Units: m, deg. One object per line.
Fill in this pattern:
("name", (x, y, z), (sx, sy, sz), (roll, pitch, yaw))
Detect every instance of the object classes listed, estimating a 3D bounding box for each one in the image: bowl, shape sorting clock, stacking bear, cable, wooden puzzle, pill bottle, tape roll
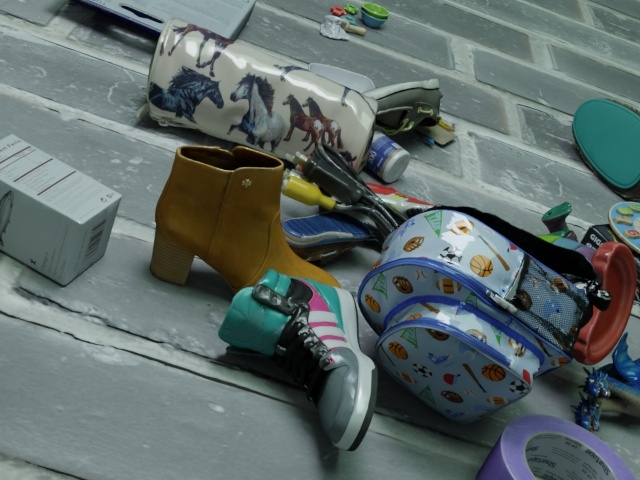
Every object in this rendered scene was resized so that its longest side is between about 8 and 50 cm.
("bowl", (0.038, -0.281, 2.053), (0.142, 0.053, 0.142), (13, 33, -18))
("shape sorting clock", (0.624, -0.010, 1.932), (0.206, 0.040, 0.206), (18, 30, -11))
("stacking bear", (0.302, 0.060, 1.570), (0.289, 0.175, 0.164), (16, 5, 34))
("cable", (0.055, -0.053, 1.612), (0.287, 0.072, 0.139), (35, 32, 1))
("wooden puzzle", (0.231, -0.214, 2.114), (0.078, 0.014, 0.116), (34, 33, 26))
("pill bottle", (0.097, -0.162, 1.897), (0.120, 0.067, 0.067), (39, 35, 24))
("tape roll", (0.292, 0.310, 1.302), (0.189, 0.080, 0.189), (16, 32, -10))

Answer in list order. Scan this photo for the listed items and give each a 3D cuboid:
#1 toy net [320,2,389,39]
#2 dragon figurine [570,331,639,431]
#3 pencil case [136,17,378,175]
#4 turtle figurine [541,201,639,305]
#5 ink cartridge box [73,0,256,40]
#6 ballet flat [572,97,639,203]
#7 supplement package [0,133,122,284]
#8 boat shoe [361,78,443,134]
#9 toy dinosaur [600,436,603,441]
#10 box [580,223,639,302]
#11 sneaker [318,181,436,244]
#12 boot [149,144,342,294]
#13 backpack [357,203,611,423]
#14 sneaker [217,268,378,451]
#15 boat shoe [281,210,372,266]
("toy net", (0.060, -0.514, 2.424), (0.122, 0.045, 0.232), (35, 33, 18))
("dragon figurine", (0.458, 0.198, 1.570), (0.144, 0.085, 0.289), (29, 33, 9))
("pencil case", (-0.094, -0.218, 1.777), (0.410, 0.184, 0.160), (21, 3, -4))
("turtle figurine", (0.433, 0.060, 1.698), (0.234, 0.118, 0.175), (48, 23, -20))
("ink cartridge box", (-0.320, -0.462, 2.084), (0.324, 0.071, 0.330), (23, 35, -1))
("ballet flat", (0.706, -0.127, 2.159), (0.182, 0.164, 0.483), (24, 17, -40))
("supplement package", (-0.371, -0.042, 1.382), (0.179, 0.105, 0.105), (28, 32, 9))
("boat shoe", (0.153, -0.246, 1.972), (0.109, 0.091, 0.305), (-8, 7, 28))
("toy dinosaur", (0.446, 0.353, 1.371), (0.211, 0.064, 0.112), (31, 13, -4))
("box", (0.602, 0.052, 1.912), (0.175, 0.051, 0.220), (-4, 40, -38))
("sneaker", (0.133, -0.043, 1.712), (0.279, 0.107, 0.118), (20, 26, -5))
("boot", (-0.076, -0.014, 1.428), (0.295, 0.211, 0.104), (13, 34, -16))
("backpack", (0.179, 0.094, 1.372), (0.263, 0.276, 0.213), (41, 51, -3))
("sneaker", (-0.036, 0.132, 1.313), (0.178, 0.124, 0.295), (18, 25, -17))
("boat shoe", (0.000, 0.000, 1.592), (0.183, 0.066, 0.066), (-3, 38, -44))
